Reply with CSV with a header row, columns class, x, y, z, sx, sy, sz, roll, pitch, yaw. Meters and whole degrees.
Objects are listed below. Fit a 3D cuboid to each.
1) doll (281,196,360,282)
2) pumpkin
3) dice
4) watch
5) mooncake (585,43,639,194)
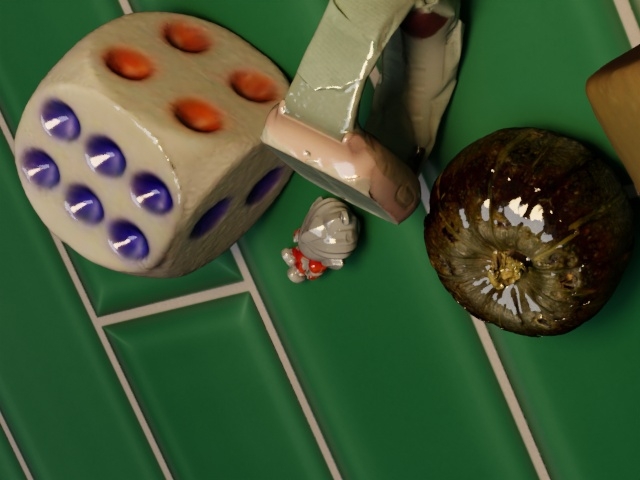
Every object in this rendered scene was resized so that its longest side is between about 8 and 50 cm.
class,x,y,z,sx,sy,sz,roll,pitch,yaw
doll,0.000,0.000,1.894,0.180,0.079,0.094,-43,59,56
pumpkin,0.219,-0.006,1.652,0.238,0.159,0.238,15,121,26
dice,-0.194,-0.117,1.858,0.259,0.251,0.243,39,132,15
watch,0.061,-0.170,1.658,0.162,0.253,0.241,26,85,23
mooncake,0.391,-0.139,1.359,0.284,0.284,0.155,-25,95,43
